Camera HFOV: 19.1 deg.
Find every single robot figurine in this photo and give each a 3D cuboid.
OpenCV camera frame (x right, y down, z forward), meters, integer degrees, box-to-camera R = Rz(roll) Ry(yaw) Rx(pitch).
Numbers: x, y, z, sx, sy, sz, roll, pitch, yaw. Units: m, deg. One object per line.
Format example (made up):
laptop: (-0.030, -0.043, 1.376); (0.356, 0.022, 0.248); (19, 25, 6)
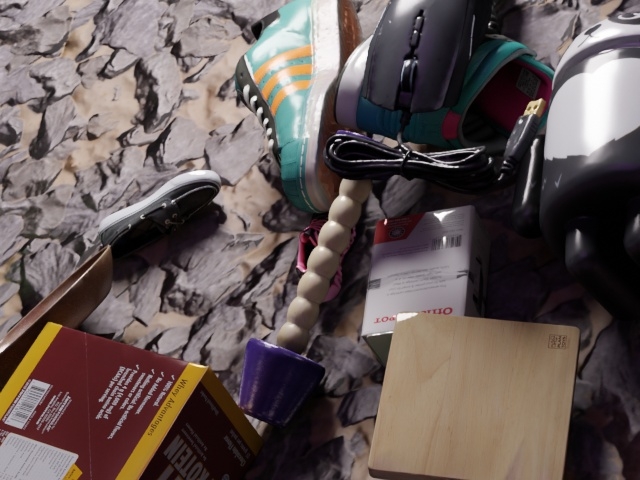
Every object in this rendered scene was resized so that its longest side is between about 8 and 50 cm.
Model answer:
robot figurine: (0.278, -0.072, 1.662); (0.209, 0.173, 0.278); (7, 54, 5)

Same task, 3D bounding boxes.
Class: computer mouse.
computer mouse: (0.121, -0.158, 1.719); (0.184, 0.060, 0.262); (12, 58, 22)

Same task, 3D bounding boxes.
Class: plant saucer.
plant saucer: (-0.267, 0.084, 1.854); (0.198, 0.036, 0.198); (-43, 7, 6)

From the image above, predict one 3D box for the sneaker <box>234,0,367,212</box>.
sneaker: (-0.025, -0.131, 1.908); (0.121, 0.108, 0.302); (-15, 40, 18)

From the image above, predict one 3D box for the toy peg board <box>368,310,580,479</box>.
toy peg board: (0.135, 0.154, 1.632); (0.161, 0.079, 0.161); (5, 55, 11)

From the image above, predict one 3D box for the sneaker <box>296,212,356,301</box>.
sneaker: (0.000, 0.000, 1.829); (0.047, 0.057, 0.119); (-11, 48, 24)

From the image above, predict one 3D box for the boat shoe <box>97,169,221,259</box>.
boat shoe: (-0.161, -0.023, 1.942); (0.142, 0.049, 0.040); (-27, 51, 13)

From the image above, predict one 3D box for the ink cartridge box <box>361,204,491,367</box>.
ink cartridge box: (0.098, 0.043, 1.742); (0.099, 0.056, 0.135); (-9, 50, 23)

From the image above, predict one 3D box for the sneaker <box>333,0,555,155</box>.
sneaker: (0.159, -0.182, 1.858); (0.178, 0.123, 0.295); (22, 48, 21)

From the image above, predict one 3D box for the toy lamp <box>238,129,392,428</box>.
toy lamp: (-0.003, 0.038, 1.745); (0.080, 0.080, 0.274); (17, 83, 37)

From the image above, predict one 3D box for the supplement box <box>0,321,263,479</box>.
supplement box: (-0.194, 0.201, 1.710); (0.194, 0.129, 0.191); (13, 60, 34)
